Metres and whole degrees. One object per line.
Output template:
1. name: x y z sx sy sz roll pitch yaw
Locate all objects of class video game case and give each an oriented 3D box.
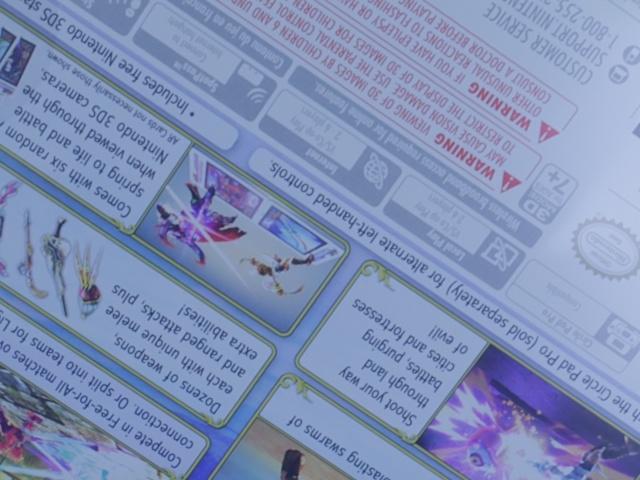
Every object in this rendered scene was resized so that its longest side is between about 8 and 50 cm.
1. video game case: 0.000 0.000 0.534 0.269 0.061 0.244 34 104 -5
